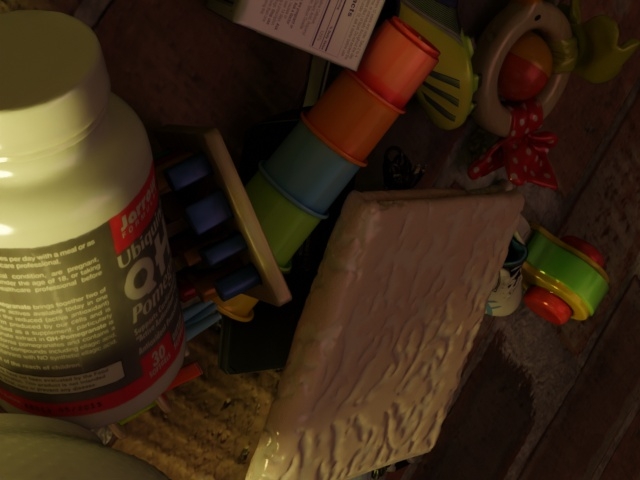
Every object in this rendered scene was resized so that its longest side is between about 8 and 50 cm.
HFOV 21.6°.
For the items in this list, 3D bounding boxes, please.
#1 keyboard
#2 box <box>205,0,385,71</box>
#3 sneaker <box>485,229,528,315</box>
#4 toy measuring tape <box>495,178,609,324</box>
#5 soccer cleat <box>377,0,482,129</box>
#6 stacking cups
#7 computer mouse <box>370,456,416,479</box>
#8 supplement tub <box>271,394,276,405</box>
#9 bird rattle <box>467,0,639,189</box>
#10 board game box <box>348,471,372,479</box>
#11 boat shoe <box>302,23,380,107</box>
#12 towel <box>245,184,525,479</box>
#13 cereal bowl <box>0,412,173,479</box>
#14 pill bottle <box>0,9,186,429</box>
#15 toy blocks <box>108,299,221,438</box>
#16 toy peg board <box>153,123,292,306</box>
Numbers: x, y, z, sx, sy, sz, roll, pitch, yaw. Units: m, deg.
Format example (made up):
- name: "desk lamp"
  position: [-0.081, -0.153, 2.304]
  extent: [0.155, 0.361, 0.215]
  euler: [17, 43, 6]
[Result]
- name: "keyboard"
  position: [0.000, 0.000, 1.714]
  extent: [0.201, 0.033, 0.317]
  euler: [-5, 127, -21]
- name: "box"
  position: [-0.012, -0.237, 1.508]
  extent: [0.137, 0.072, 0.126]
  euler: [19, 97, -30]
- name: "sneaker"
  position: [0.223, 0.032, 2.106]
  extent: [0.085, 0.086, 0.237]
  euler: [-55, 150, -19]
- name: "toy measuring tape"
  position: [0.308, 0.026, 2.202]
  extent: [0.121, 0.121, 0.330]
  euler: [-56, 148, -13]
- name: "soccer cleat"
  position: [0.098, -0.215, 1.755]
  extent: [0.121, 0.093, 0.289]
  euler: [-23, 144, -6]
- name: "stacking cups"
  position: [-0.002, -0.067, 1.584]
  extent: [0.316, 0.096, 0.096]
  euler: [-48, 151, 11]
- name: "computer mouse"
  position: [0.066, 0.251, 2.034]
  extent: [0.042, 0.106, 0.193]
  euler: [-43, 158, 5]
- name: "supplement tub"
  position: [0.003, 0.177, 1.890]
  extent: [0.107, 0.071, 0.071]
  euler: [-34, 138, -39]
- name: "bird rattle"
  position: [0.235, -0.188, 1.972]
  extent: [0.253, 0.143, 0.207]
  euler: [-51, 138, 3]
- name: "board game box"
  position: [0.010, 0.233, 1.848]
  extent: [0.145, 0.027, 0.281]
  euler: [-33, 140, -41]
- name: "boat shoe"
  position: [0.025, -0.121, 1.702]
  extent: [0.077, 0.070, 0.219]
  euler: [-27, 133, -46]
- name: "towel"
  position: [0.070, 0.096, 1.744]
  extent: [0.317, 0.053, 0.332]
  euler: [-7, 120, -54]
- name: "cereal bowl"
  position: [-0.256, 0.230, 1.346]
  extent: [0.339, 0.339, 0.141]
  euler: [45, 38, -58]
- name: "pill bottle"
  position: [-0.211, -0.015, 1.319]
  extent: [0.176, 0.176, 0.319]
  euler: [-42, 143, -32]
- name: "toy blocks"
  position: [-0.148, 0.114, 1.567]
  extent: [0.148, 0.054, 0.123]
  euler: [-30, 145, 2]
- name: "toy peg board"
  position: [-0.113, -0.011, 1.459]
  extent: [0.079, 0.160, 0.161]
  euler: [-28, 104, -16]
